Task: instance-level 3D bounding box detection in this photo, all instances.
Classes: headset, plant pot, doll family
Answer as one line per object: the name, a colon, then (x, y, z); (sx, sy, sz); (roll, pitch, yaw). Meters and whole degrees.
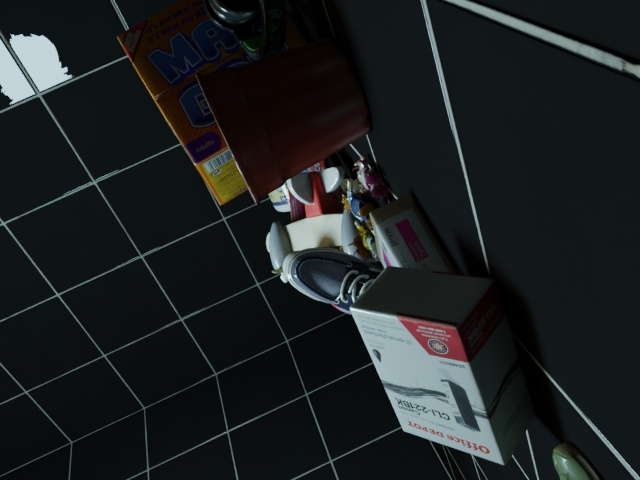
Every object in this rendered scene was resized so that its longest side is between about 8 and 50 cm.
headset: (-0.153, -0.564, 1.319); (0.394, 0.185, 0.243); (60, 159, 20)
plant pot: (-0.062, -0.247, 1.229); (0.272, 0.264, 0.273); (155, 90, -87)
doll family: (0.101, -0.047, 1.394); (0.163, 0.118, 0.263); (-124, 10, -74)

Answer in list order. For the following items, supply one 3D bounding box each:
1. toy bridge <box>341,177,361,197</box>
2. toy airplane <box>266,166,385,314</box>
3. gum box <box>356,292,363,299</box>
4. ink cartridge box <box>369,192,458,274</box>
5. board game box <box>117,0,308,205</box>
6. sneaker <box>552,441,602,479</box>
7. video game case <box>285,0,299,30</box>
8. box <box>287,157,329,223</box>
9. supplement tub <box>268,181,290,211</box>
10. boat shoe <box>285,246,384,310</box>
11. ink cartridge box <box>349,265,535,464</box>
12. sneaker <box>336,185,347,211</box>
toy bridge: (0.089, -0.139, 1.759); (0.063, 0.026, 0.188); (64, 176, -8)
toy airplane: (0.000, 0.000, 1.672); (0.384, 0.272, 0.386); (38, 143, 22)
gum box: (0.183, 0.164, 1.292); (0.041, 0.156, 0.185); (145, 100, -87)
ink cartridge box: (0.182, 0.063, 1.168); (0.193, 0.088, 0.235); (68, 177, -61)
board game box: (-0.211, -0.362, 1.569); (0.356, 0.356, 0.356); (57, 174, 10)
sneaker: (0.335, 0.353, 0.815); (0.192, 0.086, 0.064); (-118, 4, -51)
video game case: (-0.100, -0.573, 1.585); (0.206, 0.026, 0.227); (72, 174, -66)
box: (-0.033, -0.178, 1.894); (0.128, 0.122, 0.257); (5, -102, -83)
supplement tub: (-0.118, -0.286, 2.274); (0.228, 0.228, 0.316); (-124, 10, -73)
boat shoe: (0.095, 0.102, 1.391); (0.158, 0.340, 0.127); (-168, 94, -79)
ink cartridge box: (0.190, 0.187, 0.973); (0.196, 0.114, 0.273); (5, 128, 45)
sneaker: (0.093, -0.060, 1.872); (0.083, 0.084, 0.215); (76, 179, -72)
